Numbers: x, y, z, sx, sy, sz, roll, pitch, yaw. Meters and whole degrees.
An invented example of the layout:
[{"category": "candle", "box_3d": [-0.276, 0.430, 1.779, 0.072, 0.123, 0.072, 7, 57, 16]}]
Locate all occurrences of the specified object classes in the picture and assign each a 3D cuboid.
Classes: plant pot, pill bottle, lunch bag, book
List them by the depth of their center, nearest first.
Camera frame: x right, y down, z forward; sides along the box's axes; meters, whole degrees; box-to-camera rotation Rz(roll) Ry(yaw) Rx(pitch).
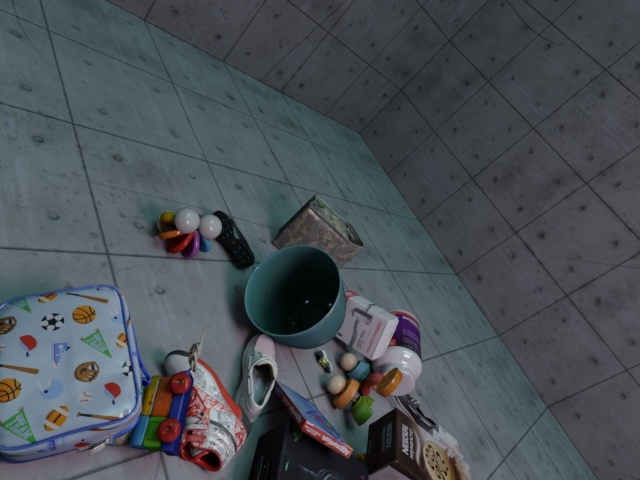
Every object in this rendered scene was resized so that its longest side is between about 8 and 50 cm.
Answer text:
[{"category": "lunch bag", "box_3d": [-0.450, 0.232, 0.759, 0.243, 0.115, 0.303, -6, 55, -31]}, {"category": "plant pot", "box_3d": [-0.053, 0.198, 1.282, 0.235, 0.293, 0.293, 65, 4, -53]}, {"category": "book", "box_3d": [0.467, 0.772, 1.543, 0.096, 0.035, 0.144, 42, 27, -4]}, {"category": "pill bottle", "box_3d": [0.291, 0.420, 1.588, 0.181, 0.181, 0.323, 41, 27, -12]}, {"category": "lunch bag", "box_3d": [0.000, 0.000, 1.663, 0.287, 0.235, 0.169, 43, 24, -9]}]

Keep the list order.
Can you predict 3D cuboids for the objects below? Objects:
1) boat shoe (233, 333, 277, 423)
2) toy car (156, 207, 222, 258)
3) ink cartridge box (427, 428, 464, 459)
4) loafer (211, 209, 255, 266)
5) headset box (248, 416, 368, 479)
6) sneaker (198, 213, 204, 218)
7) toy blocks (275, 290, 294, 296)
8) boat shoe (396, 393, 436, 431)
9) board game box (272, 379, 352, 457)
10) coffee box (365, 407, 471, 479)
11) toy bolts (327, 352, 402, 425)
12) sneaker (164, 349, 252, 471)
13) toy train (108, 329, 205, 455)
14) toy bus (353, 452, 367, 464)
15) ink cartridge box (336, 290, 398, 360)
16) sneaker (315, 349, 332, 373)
[{"category": "boat shoe", "box_3d": [-0.156, 0.351, 1.122, 0.098, 0.096, 0.277, 35, 29, -20]}, {"category": "toy car", "box_3d": [-0.394, -0.017, 1.243, 0.182, 0.159, 0.136, 17, 74, -45]}, {"category": "ink cartridge box", "box_3d": [0.357, 0.678, 1.340, 0.104, 0.180, 0.060, 44, 27, -8]}, {"category": "loafer", "box_3d": [-0.300, -0.003, 1.422, 0.223, 0.076, 0.078, 54, -9, 9]}, {"category": "headset box", "box_3d": [-0.036, 0.585, 0.947, 0.283, 0.131, 0.246, 39, 28, -15]}, {"category": "sneaker", "box_3d": [-0.387, -0.043, 1.383, 0.042, 0.067, 0.118, 20, 8, -39]}, {"category": "toy blocks", "box_3d": [-0.148, 0.142, 1.460, 0.123, 0.054, 0.148, 22, 36, -40]}, {"category": "boat shoe", "box_3d": [0.349, 0.612, 1.545, 0.075, 0.065, 0.206, -4, 57, -57]}, {"category": "board game box", "box_3d": [-0.034, 0.444, 1.064, 0.145, 0.027, 0.281, 37, -12, -17]}, {"category": "coffee box", "box_3d": [0.267, 0.619, 1.117, 0.297, 0.119, 0.168, 41, 28, -11]}, {"category": "toy bolts", "box_3d": [0.135, 0.435, 1.349, 0.158, 0.218, 0.228, 43, 8, 4]}, {"category": "sneaker", "box_3d": [-0.276, 0.376, 0.921, 0.270, 0.090, 0.145, 50, 24, -2]}, {"category": "toy train", "box_3d": [-0.332, 0.299, 0.858, 0.143, 0.105, 0.248, 5, 54, -3]}, {"category": "toy bus", "box_3d": [0.213, 0.687, 1.202, 0.332, 0.108, 0.130, 21, 35, -41]}, {"category": "ink cartridge box", "box_3d": [0.143, 0.295, 1.471, 0.218, 0.159, 0.092, 27, 12, 31]}, {"category": "sneaker", "box_3d": [0.008, 0.402, 1.374, 0.035, 0.031, 0.083, -2, 49, -40]}]
